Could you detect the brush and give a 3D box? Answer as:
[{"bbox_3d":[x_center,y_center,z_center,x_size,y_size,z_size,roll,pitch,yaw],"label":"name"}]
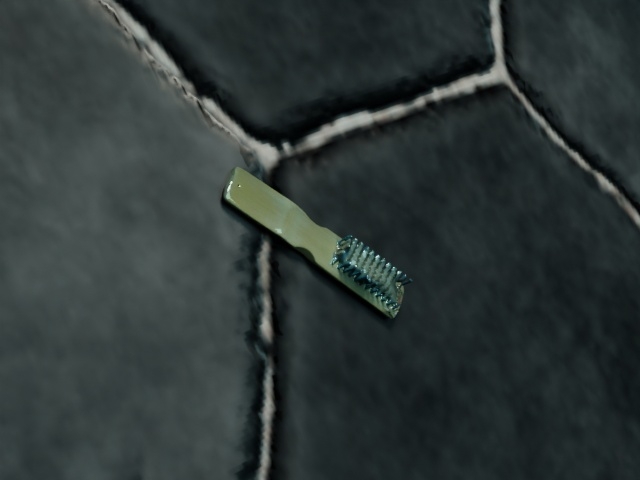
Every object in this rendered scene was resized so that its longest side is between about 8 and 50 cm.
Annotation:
[{"bbox_3d":[0.000,0.000,0.703,0.083,0.013,0.016,35,52,-25],"label":"brush"}]
